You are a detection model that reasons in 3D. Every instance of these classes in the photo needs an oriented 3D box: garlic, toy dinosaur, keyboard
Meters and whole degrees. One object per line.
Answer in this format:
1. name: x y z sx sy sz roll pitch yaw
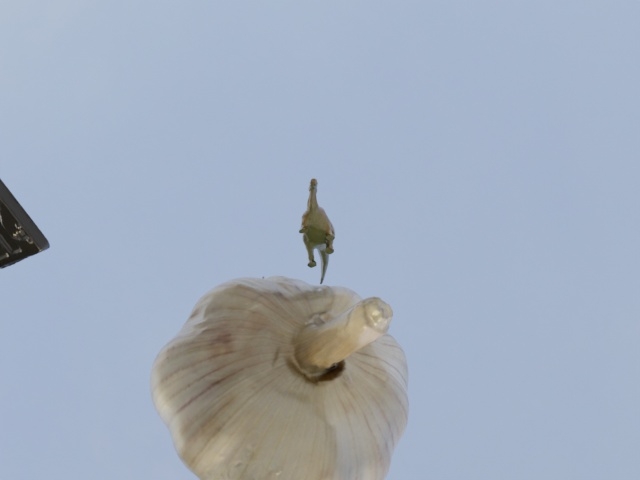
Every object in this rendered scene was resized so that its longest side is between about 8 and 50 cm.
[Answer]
1. garlic: -0.013 0.093 0.953 0.199 0.226 0.199 8 -119 -16
2. toy dinosaur: -0.001 0.002 1.009 0.026 0.113 0.041 -6 -139 2
3. keyboard: -0.185 -0.050 0.618 0.053 0.155 0.010 -17 -155 44
